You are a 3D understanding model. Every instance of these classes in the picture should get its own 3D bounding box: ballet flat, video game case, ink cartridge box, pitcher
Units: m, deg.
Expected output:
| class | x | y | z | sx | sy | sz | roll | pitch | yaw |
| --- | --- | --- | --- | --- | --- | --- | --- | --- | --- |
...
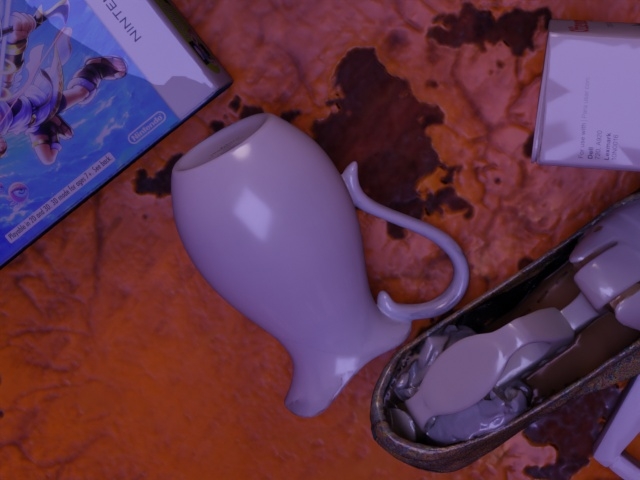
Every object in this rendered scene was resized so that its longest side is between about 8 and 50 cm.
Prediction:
| class | x | y | z | sx | sy | sz | roll | pitch | yaw |
| --- | --- | --- | --- | --- | --- | --- | --- | --- | --- |
| ballet flat | 0.179 | 0.055 | 1.133 | 0.348 | 0.123 | 0.123 | -36 | 95 | 15 |
| video game case | -0.246 | -0.133 | 1.192 | 0.269 | 0.061 | 0.244 | -37 | 94 | 14 |
| ink cartridge box | 0.258 | -0.098 | 1.073 | 0.219 | 0.160 | 0.092 | 5 | 102 | 7 |
| pitcher | 0.000 | 0.000 | 1.165 | 0.178 | 0.125 | 0.207 | -33 | 107 | -7 |

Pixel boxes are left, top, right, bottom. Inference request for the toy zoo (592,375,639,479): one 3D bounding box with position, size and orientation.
| class | x | y | z | sx | sy | sz | roll | pitch | yaw |
| --- | --- | --- | --- | --- | --- | --- | --- | --- | --- |
| toy zoo | 0.343 | 0.150 | 1.181 | 0.293 | 0.030 | 0.192 | 38 | 105 | -1 |
